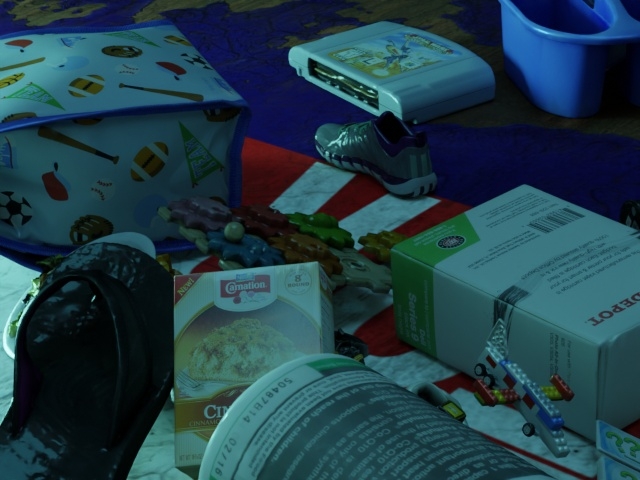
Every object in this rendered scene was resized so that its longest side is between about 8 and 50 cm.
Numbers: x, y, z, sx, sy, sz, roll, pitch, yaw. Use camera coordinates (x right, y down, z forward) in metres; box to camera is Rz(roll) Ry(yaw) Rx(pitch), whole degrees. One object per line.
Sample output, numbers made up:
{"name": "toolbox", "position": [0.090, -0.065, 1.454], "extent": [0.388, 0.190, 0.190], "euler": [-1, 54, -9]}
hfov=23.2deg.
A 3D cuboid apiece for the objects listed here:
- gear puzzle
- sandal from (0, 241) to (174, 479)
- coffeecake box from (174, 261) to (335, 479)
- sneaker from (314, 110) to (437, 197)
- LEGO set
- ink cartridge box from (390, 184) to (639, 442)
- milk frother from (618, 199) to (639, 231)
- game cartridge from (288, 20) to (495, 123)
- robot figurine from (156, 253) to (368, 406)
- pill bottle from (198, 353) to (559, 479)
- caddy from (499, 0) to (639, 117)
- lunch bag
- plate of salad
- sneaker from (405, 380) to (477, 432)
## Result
{"name": "gear puzzle", "position": [0.000, 0.000, 1.722], "extent": [0.339, 0.044, 0.175], "euler": [6, 22, -40]}
{"name": "sandal", "position": [-0.227, 0.130, 1.468], "extent": [0.168, 0.107, 0.445], "euler": [0, 39, 6]}
{"name": "coffeecake box", "position": [-0.061, 0.122, 1.459], "extent": [0.142, 0.068, 0.185], "euler": [-6, 69, 10]}
{"name": "sneaker", "position": [0.073, -0.137, 2.042], "extent": [0.083, 0.098, 0.224], "euler": [-22, 33, -32]}
{"name": "LEGO set", "position": [0.213, 0.172, 1.362], "extent": [0.244, 0.060, 0.182], "euler": [27, 28, -6]}
{"name": "ink cartridge box", "position": [0.245, 0.067, 1.600], "extent": [0.211, 0.121, 0.289], "euler": [-23, 33, -33]}
{"name": "milk frother", "position": [0.428, 0.004, 1.752], "extent": [0.135, 0.129, 0.143], "euler": [-10, 71, -11]}
{"name": "game cartridge", "position": [0.112, -0.256, 2.320], "extent": [0.198, 0.062, 0.297], "euler": [-24, 33, -26]}
{"name": "robot figurine", "position": [-0.077, 0.096, 1.623], "extent": [0.211, 0.085, 0.291], "euler": [-15, 29, -19]}
{"name": "pill bottle", "position": [0.084, 0.242, 1.193], "extent": [0.204, 0.204, 0.361], "euler": [-22, 32, -32]}
{"name": "caddy", "position": [0.392, -0.315, 2.264], "extent": [0.241, 0.179, 0.341], "euler": [-9, 28, -8]}
{"name": "lunch bag", "position": [-0.320, -0.117, 1.905], "extent": [0.385, 0.239, 0.328], "euler": [-5, 25, -23]}
{"name": "plate of salad", "position": [-0.270, 0.054, 1.701], "extent": [0.200, 0.048, 0.200], "euler": [-24, 32, 17]}
{"name": "sneaker", "position": [0.083, 0.167, 1.431], "extent": [0.090, 0.115, 0.232], "euler": [-23, 33, -31]}
